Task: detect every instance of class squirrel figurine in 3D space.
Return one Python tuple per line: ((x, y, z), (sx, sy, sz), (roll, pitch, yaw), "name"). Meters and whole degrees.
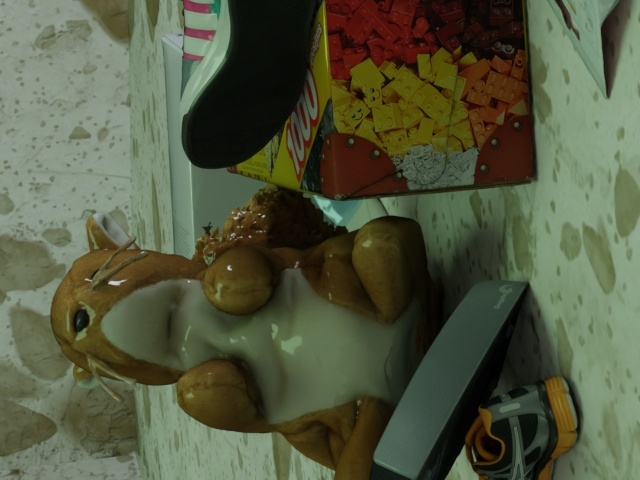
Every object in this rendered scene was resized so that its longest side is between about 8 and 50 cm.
((-0.074, 0.085, 1.908), (0.397, 0.370, 0.281), (-34, -53, -72), "squirrel figurine")

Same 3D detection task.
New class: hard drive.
((0.108, 0.161, 1.686), (0.254, 0.054, 0.172), (-55, -17, -39), "hard drive")

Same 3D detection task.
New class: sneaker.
((0.169, 0.192, 1.689), (0.215, 0.083, 0.084), (101, 158, -53), "sneaker")
((-0.090, -0.221, 1.666), (0.295, 0.124, 0.178), (109, 147, -42), "sneaker")

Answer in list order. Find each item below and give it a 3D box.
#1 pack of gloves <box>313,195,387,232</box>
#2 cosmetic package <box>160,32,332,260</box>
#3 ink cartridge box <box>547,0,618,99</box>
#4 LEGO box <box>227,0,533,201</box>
((0.000, 0.000, 2.243), (0.195, 0.046, 0.232), (-64, 29, 25), "pack of gloves")
((-0.094, -0.088, 2.425), (0.155, 0.197, 0.365), (-135, 40, -68), "cosmetic package")
((0.206, -0.259, 1.466), (0.189, 0.066, 0.232), (-110, -1, -45), "ink cartridge box")
((0.030, -0.244, 1.847), (0.500, 0.193, 0.372), (-162, 67, -75), "LEGO box")
